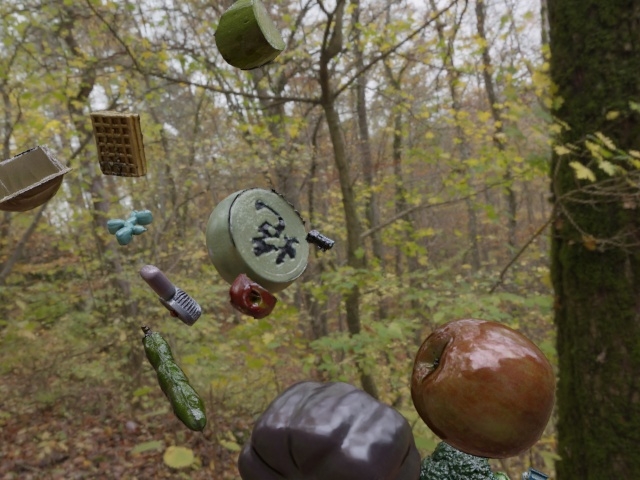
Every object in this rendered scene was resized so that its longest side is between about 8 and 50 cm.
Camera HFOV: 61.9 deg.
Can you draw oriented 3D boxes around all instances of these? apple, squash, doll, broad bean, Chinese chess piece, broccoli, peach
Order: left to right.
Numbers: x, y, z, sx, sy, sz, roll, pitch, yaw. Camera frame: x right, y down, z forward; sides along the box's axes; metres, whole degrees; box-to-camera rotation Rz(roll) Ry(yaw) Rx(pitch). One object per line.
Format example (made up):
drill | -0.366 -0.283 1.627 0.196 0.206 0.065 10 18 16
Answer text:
doll | -0.677 -0.058 1.912 0.159 0.059 0.159 -23 39 -22
broad bean | -0.234 0.223 0.850 0.047 0.065 0.254 -23 38 -25
squash | -0.198 -0.570 1.509 0.184 0.191 0.085 -38 33 -3
peach | -0.188 0.162 1.459 0.092 0.127 0.172 -56 -4 -13
Chinese chess piece | -0.194 0.001 1.711 0.147 0.349 0.350 -28 -7 41
broccoli | 0.354 0.611 1.259 0.298 0.297 0.298 -4 -4 -40
apple | 0.224 0.204 0.754 0.174 0.188 0.188 28 -5 -10

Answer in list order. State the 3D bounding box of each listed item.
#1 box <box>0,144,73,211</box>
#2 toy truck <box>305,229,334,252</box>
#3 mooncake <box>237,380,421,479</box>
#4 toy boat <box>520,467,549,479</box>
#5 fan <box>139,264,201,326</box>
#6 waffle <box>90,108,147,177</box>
box | -0.569 -0.112 1.023 0.111 0.111 0.177 -10 24 46
toy truck | 0.000 0.000 1.620 0.083 0.039 0.044 29 36 10
mooncake | 0.012 0.396 0.925 0.306 0.305 0.154 -11 12 29
toy boat | 0.565 0.639 1.390 0.069 0.058 0.173 22 -2 15
fan | -0.435 0.157 1.533 0.130 0.244 0.074 20 61 41
waffle | -0.448 -0.214 1.189 0.103 0.147 0.042 6 27 9
